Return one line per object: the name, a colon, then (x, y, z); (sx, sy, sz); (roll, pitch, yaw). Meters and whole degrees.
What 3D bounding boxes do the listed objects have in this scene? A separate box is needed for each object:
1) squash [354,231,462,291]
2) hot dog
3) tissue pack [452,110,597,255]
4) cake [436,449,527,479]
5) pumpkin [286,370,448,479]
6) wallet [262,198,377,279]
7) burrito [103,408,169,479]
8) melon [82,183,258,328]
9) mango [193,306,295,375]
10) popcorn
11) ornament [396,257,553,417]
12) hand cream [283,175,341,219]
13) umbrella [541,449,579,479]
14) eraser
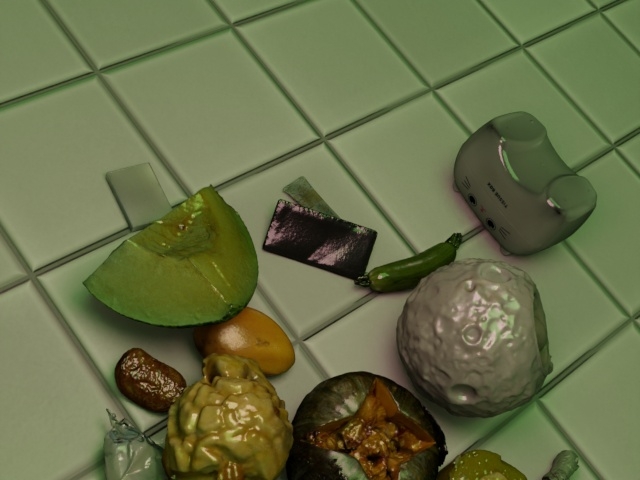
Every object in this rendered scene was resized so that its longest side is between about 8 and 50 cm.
squash: (0.219, 0.065, 2.093); (0.319, 0.071, 0.080); (-21, 99, -31)
hot dog: (-0.329, 0.270, 1.756); (0.147, 0.065, 0.099); (33, 52, -13)
tissue pack: (0.488, -0.128, 2.233); (0.229, 0.236, 0.333); (-20, 68, -40)
cake: (0.297, 0.541, 1.784); (0.179, 0.156, 0.260); (26, 52, -13)
pumpkin: (0.080, 0.407, 1.751); (0.321, 0.192, 0.320); (10, 59, -16)
wallet: (0.000, 0.000, 2.051); (0.244, 0.025, 0.124); (18, 86, -12)
burrito: (-0.294, 0.494, 1.606); (0.139, 0.101, 0.445); (-5, 60, -33)
melon: (-0.264, 0.023, 1.834); (0.331, 0.226, 0.343); (1, 15, 19)
mango: (-0.150, 0.208, 1.842); (0.219, 0.112, 0.144); (22, 52, -18)
popcorn: (-0.155, 0.344, 1.649); (0.225, 0.265, 0.332); (-14, 36, 8)
ornament: (0.315, 0.205, 1.893); (0.337, 0.337, 0.337); (10, 57, -15)
hand cream: (-0.001, -0.071, 2.114); (0.067, 0.042, 0.194); (-37, 76, -23)
umbrella: (0.511, 0.510, 1.938); (0.067, 0.062, 0.143); (10, 36, 27)
eraser: (-0.394, -0.097, 1.987); (0.104, 0.023, 0.150); (-18, 68, -29)
